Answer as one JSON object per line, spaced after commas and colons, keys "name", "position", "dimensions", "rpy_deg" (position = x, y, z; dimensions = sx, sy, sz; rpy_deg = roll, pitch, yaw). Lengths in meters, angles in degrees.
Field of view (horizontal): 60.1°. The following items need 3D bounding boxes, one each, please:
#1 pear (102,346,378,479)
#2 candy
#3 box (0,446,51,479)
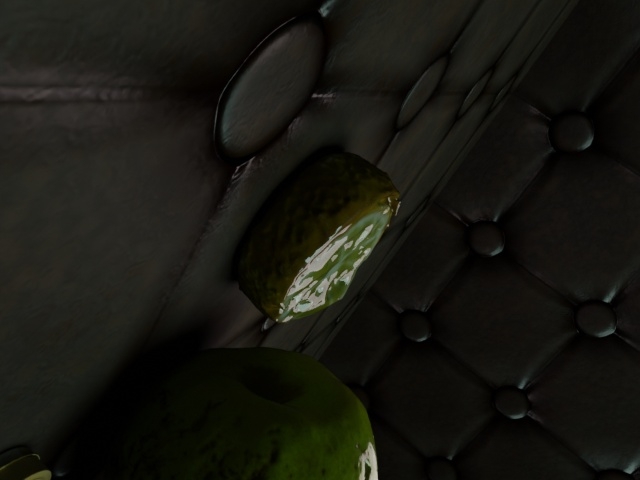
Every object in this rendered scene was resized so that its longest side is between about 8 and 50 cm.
{"name": "pear", "position": [-0.104, 0.343, 0.751], "dimensions": [0.391, 0.391, 0.391], "rpy_deg": [-48, 168, -14]}
{"name": "candy", "position": [0.000, 0.000, 0.756], "dimensions": [0.260, 0.118, 0.260], "rpy_deg": [-46, 165, -17]}
{"name": "box", "position": [-0.311, 0.248, 0.525], "dimensions": [0.105, 0.037, 0.105], "rpy_deg": [-48, 168, -13]}
